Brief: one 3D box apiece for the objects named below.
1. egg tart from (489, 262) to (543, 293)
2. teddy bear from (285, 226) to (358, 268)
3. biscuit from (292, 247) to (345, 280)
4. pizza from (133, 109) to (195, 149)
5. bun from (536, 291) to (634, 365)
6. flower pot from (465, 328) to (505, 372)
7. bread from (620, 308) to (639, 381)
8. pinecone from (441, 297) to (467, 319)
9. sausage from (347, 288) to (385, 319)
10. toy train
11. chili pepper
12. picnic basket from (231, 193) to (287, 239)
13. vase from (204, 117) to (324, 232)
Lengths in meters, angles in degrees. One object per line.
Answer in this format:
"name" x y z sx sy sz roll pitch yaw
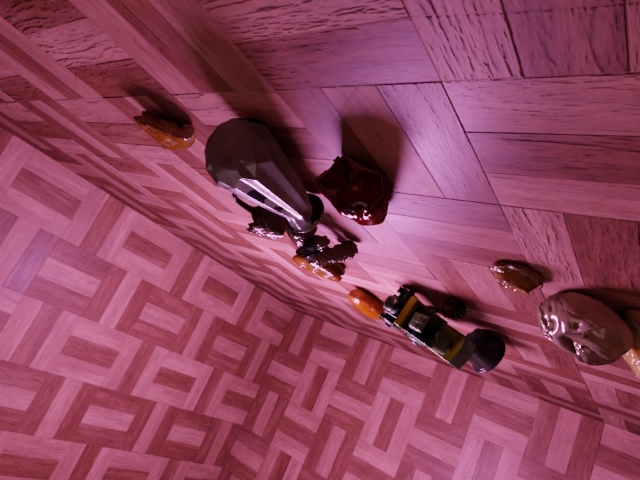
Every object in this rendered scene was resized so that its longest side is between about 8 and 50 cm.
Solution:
"egg tart" 0.469 0.096 1.155 0.128 0.049 0.129 24 167 6
"teddy bear" -0.006 0.019 1.497 0.251 0.129 0.182 29 163 -18
"biscuit" -0.007 0.097 1.890 0.220 0.066 0.220 24 166 7
"pizza" -0.402 -0.286 1.237 0.161 0.062 0.182 22 172 -15
"bun" 0.614 0.219 1.139 0.210 0.116 0.237 33 162 42
"flower pot" 0.615 0.414 1.845 0.107 0.157 0.157 42 162 -12
"bread" 0.780 0.258 1.115 0.141 0.178 0.266 -16 151 19
"pinecone" 0.450 0.233 1.616 0.083 0.077 0.077 16 166 -3
"sausage" 0.213 0.290 2.157 0.098 0.098 0.238 10 157 45
"toy train" 0.389 0.320 1.753 0.397 0.160 0.253 38 177 -43
"chili pepper" 0.081 -0.087 1.055 0.144 0.136 0.253 -6 166 10
"picnic basket" -0.173 -0.089 1.373 0.178 0.138 0.128 29 162 -20
"vase" -0.115 -0.137 1.118 0.165 0.165 0.360 16 167 30
